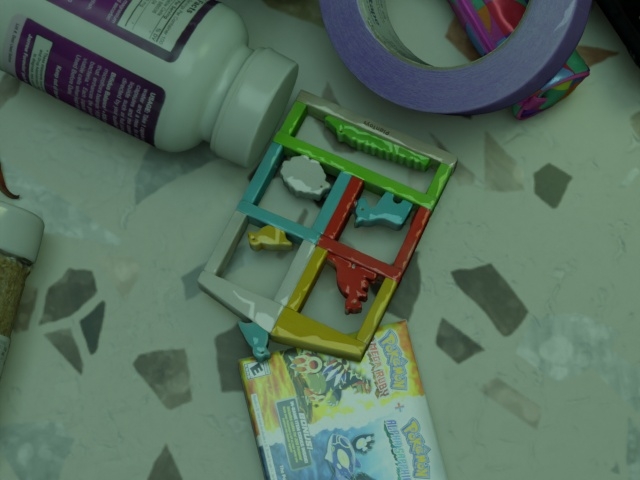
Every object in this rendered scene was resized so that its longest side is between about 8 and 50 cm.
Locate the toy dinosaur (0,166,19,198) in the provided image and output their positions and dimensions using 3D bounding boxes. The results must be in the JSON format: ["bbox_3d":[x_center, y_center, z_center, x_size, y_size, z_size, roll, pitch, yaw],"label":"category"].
[{"bbox_3d":[-0.367,-0.094,1.585,0.090,0.047,0.082,23,67,-30],"label":"toy dinosaur"}]

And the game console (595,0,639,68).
[{"bbox_3d":[0.418,-0.399,1.616,0.342,0.060,0.386,-28,70,-1],"label":"game console"}]

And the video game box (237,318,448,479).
[{"bbox_3d":[0.026,0.203,1.520,0.187,0.048,0.205,-13,79,-6],"label":"video game box"}]

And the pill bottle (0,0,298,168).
[{"bbox_3d":[-0.183,-0.196,1.532,0.301,0.169,0.169,27,80,4],"label":"pill bottle"}]

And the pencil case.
[{"bbox_3d":[0.194,-0.248,1.586,0.104,0.104,0.236,-32,81,-7],"label":"pencil case"}]

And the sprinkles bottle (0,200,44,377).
[{"bbox_3d":[-0.385,0.131,1.487,0.121,0.121,0.355,13,79,1],"label":"sprinkles bottle"}]

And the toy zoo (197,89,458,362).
[{"bbox_3d":[0.000,0.000,1.540,0.192,0.030,0.293,23,72,9],"label":"toy zoo"}]

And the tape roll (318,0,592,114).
[{"bbox_3d":[0.140,-0.268,1.506,0.275,0.090,0.275,1,92,20],"label":"tape roll"}]
